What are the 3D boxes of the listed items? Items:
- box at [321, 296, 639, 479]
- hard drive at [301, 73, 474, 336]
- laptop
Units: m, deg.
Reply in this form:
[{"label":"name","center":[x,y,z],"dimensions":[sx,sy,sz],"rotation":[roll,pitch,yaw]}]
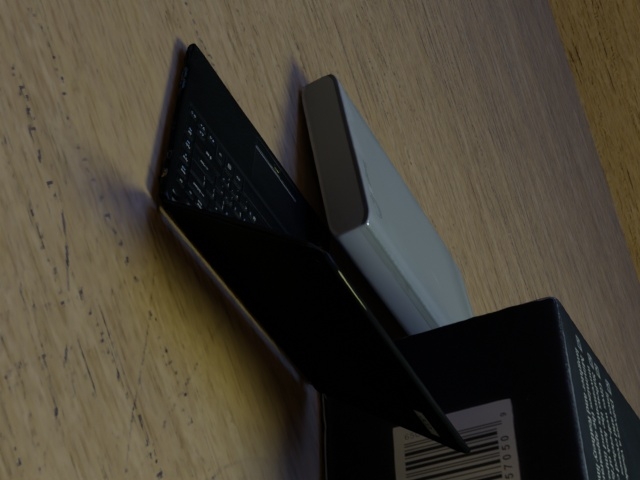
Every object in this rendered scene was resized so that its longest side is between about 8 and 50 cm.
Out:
[{"label":"box","center":[0.180,0.282,1.025],"dimensions":[0.395,0.211,0.294],"rotation":[48,32,-46]},{"label":"hard drive","center":[0.079,0.011,1.179],"dimensions":[0.307,0.040,0.203],"rotation":[53,18,-43]},{"label":"laptop","center":[0.000,0.000,0.901],"dimensions":[0.234,0.136,0.264],"rotation":[55,27,-39]}]
